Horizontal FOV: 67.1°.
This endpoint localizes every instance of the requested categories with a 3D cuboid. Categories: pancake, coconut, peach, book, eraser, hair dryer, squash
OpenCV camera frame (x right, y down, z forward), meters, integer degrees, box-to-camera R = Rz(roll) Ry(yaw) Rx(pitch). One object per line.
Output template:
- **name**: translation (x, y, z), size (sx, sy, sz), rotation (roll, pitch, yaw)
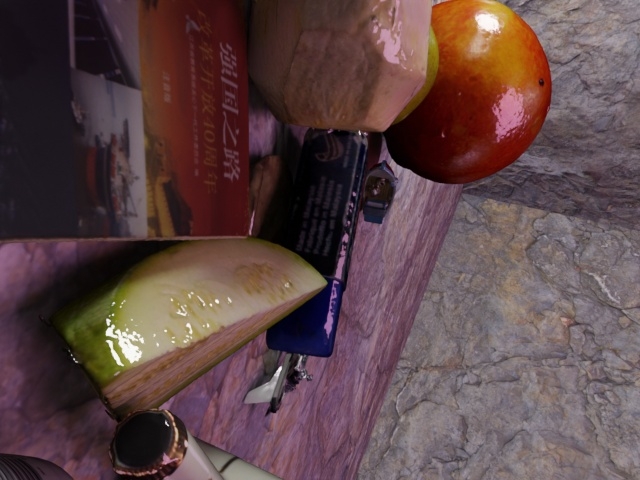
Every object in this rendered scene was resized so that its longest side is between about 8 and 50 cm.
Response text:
- **pancake**: translation (-0.084, -0.013, 0.686), size (0.242, 0.050, 0.241), rotation (12, 90, -80)
- **coconut**: translation (0.027, -0.244, 0.572), size (0.198, 0.237, 0.236), rotation (-2, 111, -31)
- **peach**: translation (0.284, -0.290, 1.006), size (0.388, 0.389, 0.387), rotation (15, 90, -70)
- **book**: translation (-0.155, -0.129, 0.359), size (0.374, 0.028, 0.262), rotation (-3, 91, -68)
- **eraser**: translation (0.000, 0.000, 0.709), size (0.155, 0.102, 0.331), rotation (75, 24, -77)
- **hair dryer**: translation (-0.129, 0.251, 0.489), size (0.361, 0.203, 0.128), rotation (88, 26, -51)
- **squash**: translation (-0.103, 0.044, 0.481), size (0.289, 0.111, 0.203), rotation (-33, 164, -30)

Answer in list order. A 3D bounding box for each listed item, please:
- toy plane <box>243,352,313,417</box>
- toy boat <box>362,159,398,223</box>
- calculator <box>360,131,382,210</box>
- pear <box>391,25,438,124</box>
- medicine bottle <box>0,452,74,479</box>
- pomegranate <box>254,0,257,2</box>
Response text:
- **toy plane**: translation (-0.050, 0.232, 0.903), size (0.234, 0.082, 0.160), rotation (-53, 177, -44)
- **toy boat**: translation (0.121, -0.098, 1.005), size (0.172, 0.069, 0.058), rotation (94, 10, -51)
- **calculator**: translation (0.074, -0.161, 0.990), size (0.330, 0.048, 0.219), rotation (10, 94, -72)
- **pear**: translation (0.091, -0.279, 0.761), size (0.198, 0.198, 0.198), rotation (15, 90, -70)
- **medicine bottle**: translation (-0.248, 0.188, 0.270), size (0.215, 0.135, 0.134), rotation (65, 44, -60)
- **pomegranate**: translation (-0.065, -0.320, 0.401), size (0.156, 0.156, 0.220), rotation (-58, 178, -38)
